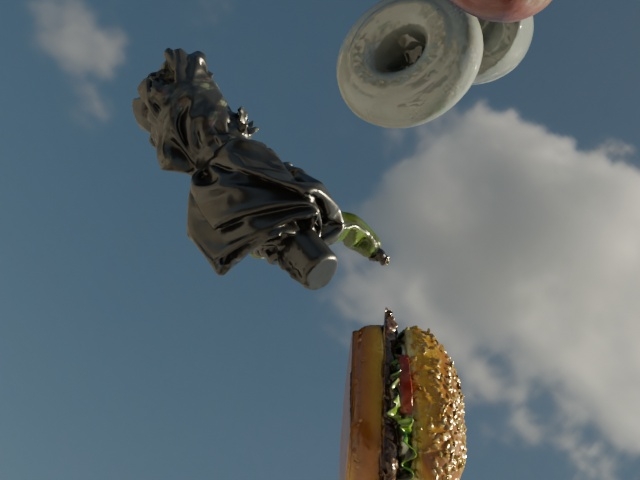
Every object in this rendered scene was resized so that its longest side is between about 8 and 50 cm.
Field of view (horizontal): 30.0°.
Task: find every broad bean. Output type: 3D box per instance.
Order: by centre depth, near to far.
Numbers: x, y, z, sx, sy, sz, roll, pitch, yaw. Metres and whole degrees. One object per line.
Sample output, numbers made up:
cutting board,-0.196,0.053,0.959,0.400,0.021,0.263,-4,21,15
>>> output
broad bean,0.000,-0.007,1.291,0.046,0.195,0.061,-40,-122,38

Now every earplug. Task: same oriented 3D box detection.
earplug,0.170,-0.271,1.684,0.214,0.325,0.175,30,-37,36

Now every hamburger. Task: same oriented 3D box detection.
hamburger,0.060,0.141,0.878,0.087,0.166,0.137,5,-46,-1

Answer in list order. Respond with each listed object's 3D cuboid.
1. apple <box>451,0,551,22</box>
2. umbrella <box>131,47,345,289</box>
apple,0.166,-0.274,1.077,0.120,0.153,0.153,40,-34,19
umbrella,-0.077,-0.056,1.057,0.272,0.122,0.110,51,-55,31
